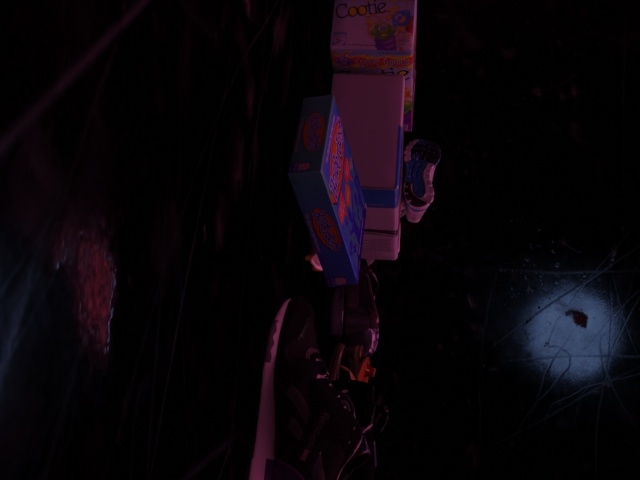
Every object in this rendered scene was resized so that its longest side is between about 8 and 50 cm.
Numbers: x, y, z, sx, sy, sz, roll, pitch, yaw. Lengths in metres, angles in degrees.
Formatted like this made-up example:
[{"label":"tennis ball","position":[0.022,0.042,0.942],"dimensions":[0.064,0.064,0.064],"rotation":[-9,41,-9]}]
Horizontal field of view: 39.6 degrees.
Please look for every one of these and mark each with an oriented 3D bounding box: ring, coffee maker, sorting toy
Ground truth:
[{"label":"ring","position":[0.075,0.425,1.969],"dimensions":[0.336,0.032,0.336],"rotation":[11,90,-80]},{"label":"coffee maker","position":[0.040,0.367,1.601],"dimensions":[0.171,0.120,0.178],"rotation":[-49,147,-41]},{"label":"sorting toy","position":[0.000,0.000,1.328],"dimensions":[0.083,0.045,0.075],"rotation":[58,21,-60]}]

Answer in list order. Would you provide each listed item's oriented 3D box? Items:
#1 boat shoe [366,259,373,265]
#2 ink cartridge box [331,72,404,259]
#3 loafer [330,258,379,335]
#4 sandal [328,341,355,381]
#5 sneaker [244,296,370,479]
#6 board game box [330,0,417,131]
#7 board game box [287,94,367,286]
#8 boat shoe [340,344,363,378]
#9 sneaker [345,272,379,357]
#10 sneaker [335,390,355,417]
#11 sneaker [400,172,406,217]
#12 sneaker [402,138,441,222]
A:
[{"label":"boat shoe","position":[0.097,-0.051,1.998],"dimensions":[0.070,0.078,0.219],"rotation":[-61,151,-73]},{"label":"ink cartridge box","position":[0.083,-0.124,1.603],"dimensions":[0.307,0.129,0.223],"rotation":[79,14,-66]},{"label":"loafer","position":[0.080,0.112,1.826],"dimensions":[0.302,0.095,0.109],"rotation":[-72,163,-67]},{"label":"sandal","position":[0.042,0.300,1.723],"dimensions":[0.090,0.060,0.219],"rotation":[-60,152,-77]},{"label":"sneaker","position":[-0.005,0.198,0.965],"dimensions":[0.107,0.124,0.283],"rotation":[82,12,-61]},{"label":"board game box","position":[0.101,-0.327,1.616],"dimensions":[0.275,0.144,0.142],"rotation":[76,18,-67]},{"label":"board game box","position":[0.014,-0.066,1.208],"dimensions":[0.160,0.047,0.210],"rotation":[-81,159,-44]},{"label":"boat shoe","position":[0.071,0.286,2.020],"dimensions":[0.056,0.049,0.152],"rotation":[-68,166,-45]},{"label":"sneaker","position":[0.082,0.162,2.064],"dimensions":[0.098,0.083,0.223],"rotation":[42,42,-56]},{"label":"sneaker","position":[-0.006,0.332,1.279],"dimensions":[0.132,0.086,0.228],"rotation":[88,16,-74]},{"label":"sneaker","position":[0.132,-0.105,1.901],"dimensions":[0.227,0.087,0.130],"rotation":[-38,124,-26]},{"label":"sneaker","position":[0.186,-0.115,1.721],"dimensions":[0.083,0.071,0.190],"rotation":[97,6,-52]}]
